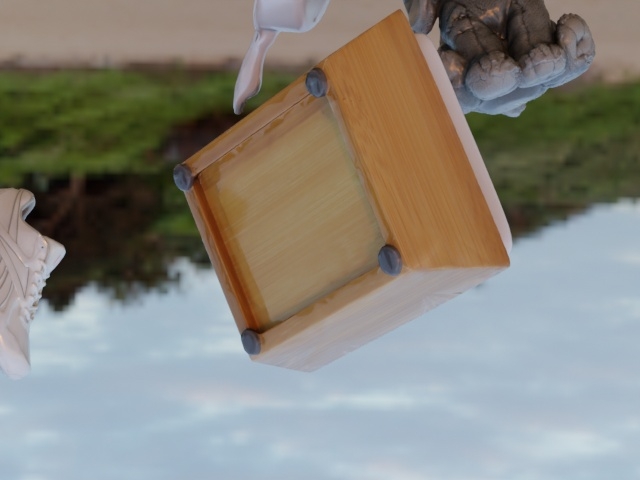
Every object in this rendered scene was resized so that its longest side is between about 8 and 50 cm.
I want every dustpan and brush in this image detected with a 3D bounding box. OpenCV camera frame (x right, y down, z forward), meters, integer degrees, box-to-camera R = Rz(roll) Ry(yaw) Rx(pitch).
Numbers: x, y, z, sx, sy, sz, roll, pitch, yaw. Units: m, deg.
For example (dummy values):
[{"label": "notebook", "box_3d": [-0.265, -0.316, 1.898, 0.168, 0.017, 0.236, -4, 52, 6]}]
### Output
[{"label": "dustpan and brush", "box_3d": [-0.031, -0.201, 1.694, 0.060, 0.211, 0.147, 16, -160, 14]}]

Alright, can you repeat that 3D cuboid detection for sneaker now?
[{"label": "sneaker", "box_3d": [-0.343, 0.041, 2.269, 0.115, 0.232, 0.090, -11, 168, -8]}]

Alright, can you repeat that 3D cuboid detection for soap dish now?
[{"label": "soap dish", "box_3d": [0.010, -0.029, 1.678, 0.118, 0.229, 0.291, -15, 169, -39]}]

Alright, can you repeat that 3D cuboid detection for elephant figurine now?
[{"label": "elephant figurine", "box_3d": [0.141, -0.241, 1.785, 0.169, 0.239, 0.186, -13, 171, -41]}]
